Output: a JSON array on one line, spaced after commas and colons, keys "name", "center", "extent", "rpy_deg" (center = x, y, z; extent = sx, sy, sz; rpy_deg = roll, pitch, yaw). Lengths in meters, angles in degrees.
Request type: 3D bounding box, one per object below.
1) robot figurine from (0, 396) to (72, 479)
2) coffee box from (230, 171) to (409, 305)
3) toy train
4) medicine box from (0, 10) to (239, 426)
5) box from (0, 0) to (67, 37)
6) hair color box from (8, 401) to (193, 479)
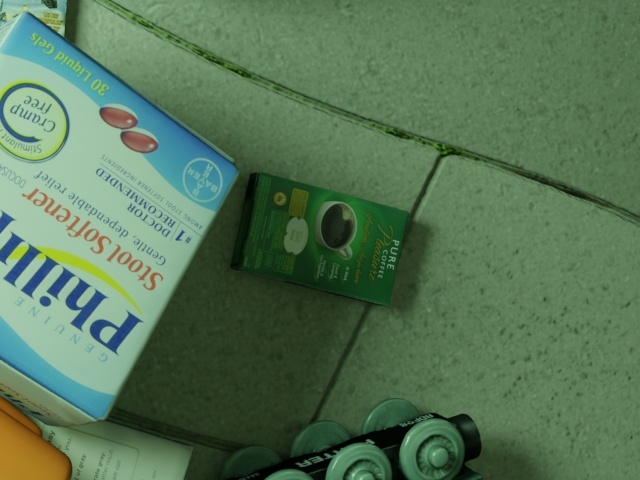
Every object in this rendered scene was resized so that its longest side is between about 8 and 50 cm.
[{"name": "robot figurine", "center": [-0.320, 0.218, 1.535], "extent": [0.219, 0.128, 0.158], "rpy_deg": [38, 73, -14]}, {"name": "coffee box", "center": [0.000, 0.000, 1.829], "extent": [0.184, 0.040, 0.113], "rpy_deg": [13, 83, -20]}, {"name": "toy train", "center": [0.030, 0.296, 1.786], "extent": [0.334, 0.142, 0.190], "rpy_deg": [-16, 105, -23]}, {"name": "medicine box", "center": [-0.265, -0.014, 1.546], "extent": [0.263, 0.149, 0.289], "rpy_deg": [36, 65, -22]}, {"name": "box", "center": [-0.332, -0.248, 1.718], "extent": [0.137, 0.027, 0.094], "rpy_deg": [6, 87, -21]}, {"name": "hair color box", "center": [-0.322, 0.237, 1.658], "extent": [0.347, 0.105, 0.174], "rpy_deg": [20, 78, -19]}]
